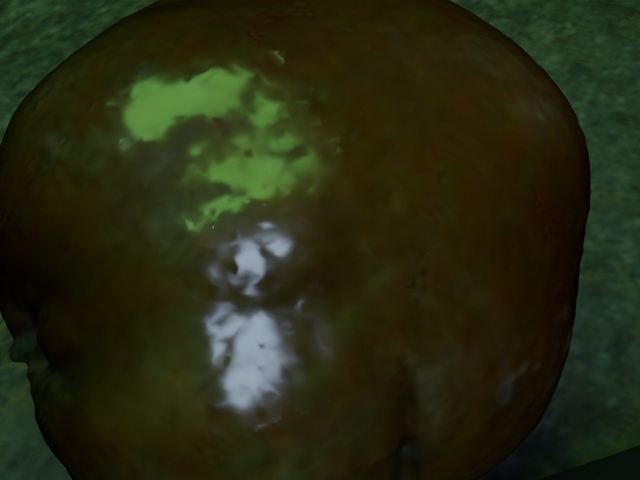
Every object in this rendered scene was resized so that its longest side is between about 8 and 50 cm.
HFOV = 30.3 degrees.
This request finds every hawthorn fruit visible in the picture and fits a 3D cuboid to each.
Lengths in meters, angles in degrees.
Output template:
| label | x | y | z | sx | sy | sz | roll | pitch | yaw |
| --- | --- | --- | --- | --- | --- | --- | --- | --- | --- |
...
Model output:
| label | x | y | z | sx | sy | sz | roll | pitch | yaw |
| --- | --- | --- | --- | --- | --- | --- | --- | --- | --- |
| hawthorn fruit | 0.000 | 0.000 | 0.557 | 0.300 | 0.268 | 0.268 | -23 | 40 | -15 |

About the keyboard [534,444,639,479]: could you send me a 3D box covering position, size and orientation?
| label | x | y | z | sx | sy | sz | roll | pitch | yaw |
| --- | --- | --- | --- | --- | --- | --- | --- | --- | --- |
| keyboard | 0.122 | 0.127 | 0.488 | 0.309 | 0.018 | 0.101 | -23 | 28 | 14 |
